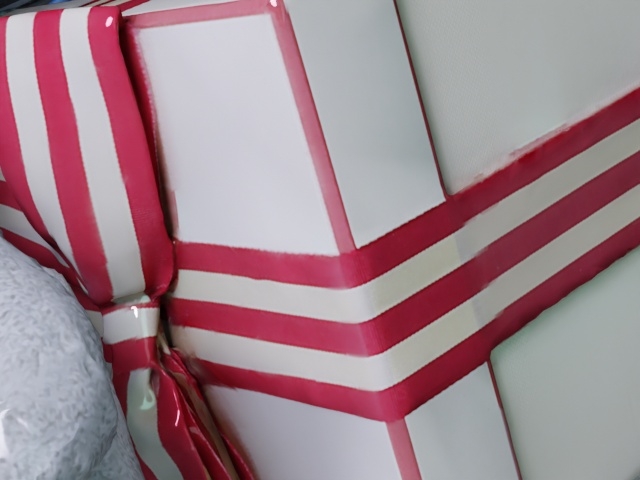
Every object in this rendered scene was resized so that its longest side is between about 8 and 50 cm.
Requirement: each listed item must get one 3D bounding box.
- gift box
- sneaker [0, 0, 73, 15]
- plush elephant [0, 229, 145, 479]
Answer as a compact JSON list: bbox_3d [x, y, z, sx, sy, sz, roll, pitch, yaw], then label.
[{"bbox_3d":[0.000,0.000,0.572,0.258,0.276,0.255,-29,106,-37],"label":"gift box"},{"bbox_3d":[-0.118,-0.149,0.617,0.188,0.067,0.078,-40,115,-12],"label":"sneaker"},{"bbox_3d":[-0.208,0.039,0.378,0.255,0.272,0.330,-3,80,-49],"label":"plush elephant"}]
